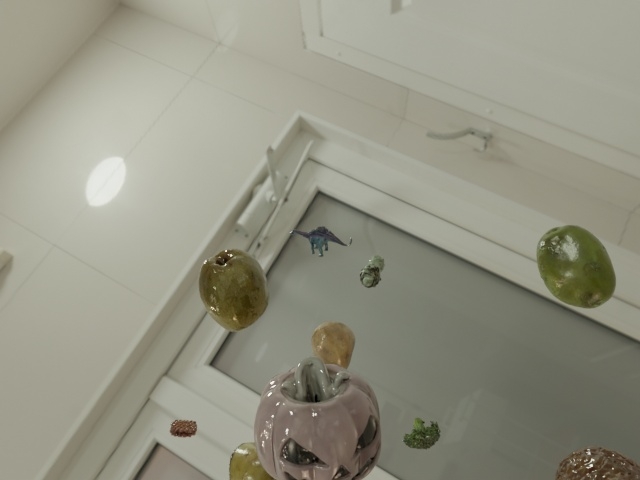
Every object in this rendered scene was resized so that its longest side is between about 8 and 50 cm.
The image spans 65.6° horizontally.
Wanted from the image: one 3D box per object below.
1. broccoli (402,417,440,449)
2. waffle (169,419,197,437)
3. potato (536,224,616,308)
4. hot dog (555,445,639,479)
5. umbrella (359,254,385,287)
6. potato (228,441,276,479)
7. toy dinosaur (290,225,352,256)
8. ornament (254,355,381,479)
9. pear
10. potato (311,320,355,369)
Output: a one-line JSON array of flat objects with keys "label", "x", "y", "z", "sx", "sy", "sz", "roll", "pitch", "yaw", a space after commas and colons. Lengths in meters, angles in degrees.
[{"label": "broccoli", "x": 0.305, "y": 0.589, "z": 1.511, "sx": 0.092, "sy": 0.095, "sz": 0.097, "roll": -101, "pitch": 29, "yaw": -48}, {"label": "waffle", "x": -0.385, "y": 0.530, "z": 1.398, "sx": 0.083, "sy": 0.075, "sz": 0.029, "roll": -168, "pitch": 82, "yaw": -71}, {"label": "potato", "x": 0.721, "y": 0.071, "z": 1.413, "sx": 0.186, "sy": 0.253, "sz": 0.148, "roll": -29, "pitch": -31, "yaw": 1}, {"label": "hot dog", "x": 0.641, "y": 0.598, "z": 1.022, "sx": 0.387, "sy": 0.174, "sz": 0.266, "roll": -93, "pitch": -17, "yaw": -81}, {"label": "umbrella", "x": 0.147, "y": 0.089, "z": 1.394, "sx": 0.067, "sy": 0.062, "sz": 0.143, "roll": -59, "pitch": -5, "yaw": 28}, {"label": "potato", "x": -0.194, "y": 0.878, "z": 1.815, "sx": 0.242, "sy": 0.243, "sz": 0.285, "roll": 62, "pitch": -165, "yaw": -73}, {"label": "toy dinosaur", "x": 0.000, "y": 0.000, "z": 1.387, "sx": 0.045, "sy": 0.198, "sz": 0.080, "roll": -44, "pitch": -46, "yaw": -49}, {"label": "ornament", "x": -0.004, "y": 0.246, "z": 0.678, "sx": 0.177, "sy": 0.178, "sz": 0.177, "roll": -57, "pitch": -16, "yaw": -25}, {"label": "pear", "x": -0.248, "y": 0.132, "z": 1.411, "sx": 0.188, "sy": 0.211, "sz": 0.228, "roll": -26, "pitch": 21, "yaw": 6}, {"label": "potato", "x": 0.030, "y": 0.249, "z": 1.174, "sx": 0.112, "sy": 0.112, "sz": 0.147, "roll": -51, "pitch": -28, "yaw": -42}]
